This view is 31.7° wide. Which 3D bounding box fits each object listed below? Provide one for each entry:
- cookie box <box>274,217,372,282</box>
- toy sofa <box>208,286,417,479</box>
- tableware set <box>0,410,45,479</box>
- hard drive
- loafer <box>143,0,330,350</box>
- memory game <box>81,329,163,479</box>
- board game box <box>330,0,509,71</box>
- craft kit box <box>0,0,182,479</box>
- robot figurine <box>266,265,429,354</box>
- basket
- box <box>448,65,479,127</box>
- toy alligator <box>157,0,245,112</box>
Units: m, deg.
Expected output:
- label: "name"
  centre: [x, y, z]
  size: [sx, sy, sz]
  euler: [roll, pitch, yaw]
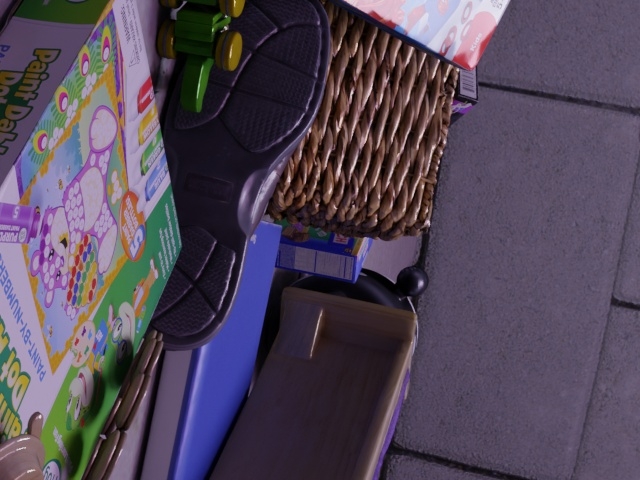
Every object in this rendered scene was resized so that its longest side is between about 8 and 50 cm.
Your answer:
- label: "cookie box"
  centre: [0.000, 0.000, 1.290]
  size: [0.092, 0.107, 0.040]
  euler: [-64, 162, -56]
- label: "toy sofa"
  centre: [-0.015, 0.220, 1.093]
  size: [0.362, 0.150, 0.177]
  euler: [-64, 161, -55]
- label: "tableware set"
  centre: [-0.184, 0.170, 0.551]
  size: [0.169, 0.020, 0.141]
  euler: [-33, 145, -46]
- label: "hard drive"
  centre: [-0.104, 0.133, 1.053]
  size: [0.210, 0.040, 0.318]
  euler: [14, 87, -79]
- label: "loafer"
  centre: [-0.079, -0.057, 0.886]
  size: [0.095, 0.109, 0.302]
  euler: [138, -28, -75]
- label: "memory game"
  centre: [-0.145, 0.143, 0.735]
  size: [0.186, 0.012, 0.186]
  euler: [-62, -171, 18]
- label: "board game box"
  centre: [0.089, -0.325, 0.908]
  size: [0.302, 0.086, 0.308]
  euler: [13, 107, -52]
- label: "craft kit box"
  centre: [-0.154, 0.016, 0.631]
  size: [0.249, 0.061, 0.246]
  euler: [87, 20, -52]
- label: "robot figurine"
  centre: [0.033, 0.120, 1.403]
  size: [0.278, 0.209, 0.173]
  euler: [-1, 89, -79]
- label: "basket"
  centre: [-0.002, -0.164, 1.156]
  size: [0.213, 0.223, 0.299]
  euler: [4, -98, 67]
- label: "box"
  centre: [0.114, -0.161, 1.208]
  size: [0.162, 0.029, 0.116]
  euler: [137, -40, -55]
- label: "toy alligator"
  centre: [-0.080, -0.186, 0.805]
  size: [0.051, 0.056, 0.189]
  euler: [-59, 157, -63]
